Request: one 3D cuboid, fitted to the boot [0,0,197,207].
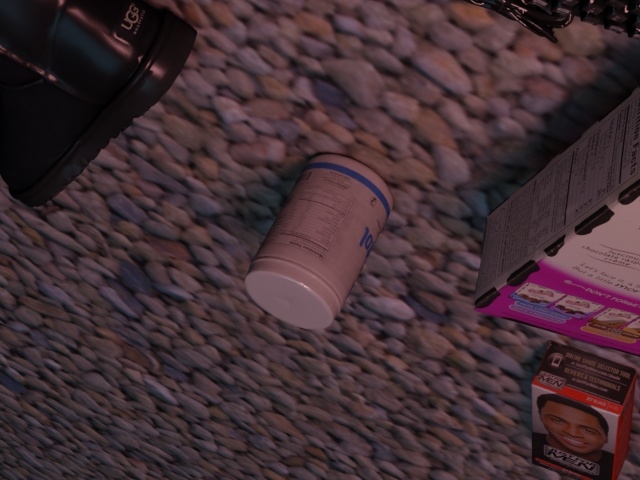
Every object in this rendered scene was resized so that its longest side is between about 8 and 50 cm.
[{"bbox_3d":[-0.224,-0.137,1.061,0.207,0.094,0.246,33,146,-18],"label":"boot"}]

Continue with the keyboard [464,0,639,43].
[{"bbox_3d":[0.082,-0.137,0.765,0.317,0.033,0.201,18,177,-8],"label":"keyboard"}]

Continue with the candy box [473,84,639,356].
[{"bbox_3d":[0.206,-0.004,0.885,0.159,0.071,0.233,16,157,-14],"label":"candy box"}]

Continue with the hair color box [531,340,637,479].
[{"bbox_3d":[0.202,0.139,1.210,0.072,0.043,0.141,19,151,20],"label":"hair color box"}]

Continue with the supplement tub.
[{"bbox_3d":[0.000,0.000,1.084,0.071,0.107,0.071,21,153,12],"label":"supplement tub"}]
